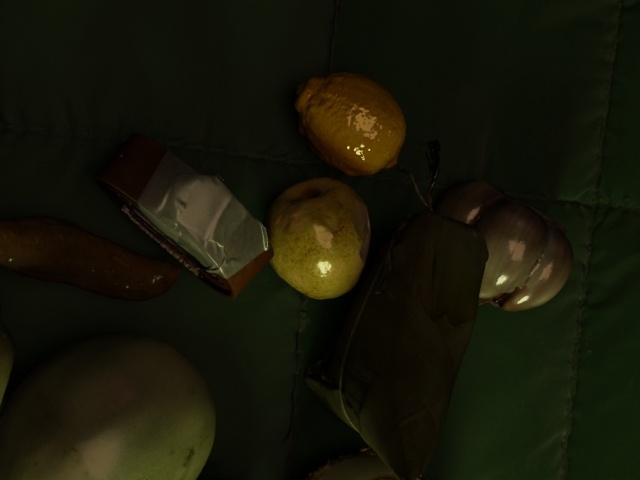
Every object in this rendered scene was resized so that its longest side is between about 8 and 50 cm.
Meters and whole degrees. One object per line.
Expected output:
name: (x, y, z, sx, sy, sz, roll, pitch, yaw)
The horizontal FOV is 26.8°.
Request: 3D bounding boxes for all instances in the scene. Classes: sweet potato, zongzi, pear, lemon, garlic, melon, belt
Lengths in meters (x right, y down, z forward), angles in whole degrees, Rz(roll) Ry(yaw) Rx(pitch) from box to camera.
sweet potato: (-0.351, 0.016, 1.832, 0.341, 0.114, 0.092, 18, 82, -45)
zongzi: (0.159, 0.101, 1.891, 0.181, 0.418, 0.447, 22, 96, -14)
pear: (0.000, 0.000, 1.967, 0.178, 0.178, 0.178, -1, 92, -22)
lemon: (0.044, -0.176, 1.989, 0.187, 0.142, 0.142, 35, 79, -9)
garlic: (0.282, 0.009, 2.084, 0.214, 0.160, 0.191, 37, 74, -22)
melon: (-0.298, 0.269, 1.794, 0.330, 0.268, 0.268, -43, 107, -31)
belt: (-0.187, -0.036, 1.874, 0.261, 0.184, 0.105, 42, 76, -4)

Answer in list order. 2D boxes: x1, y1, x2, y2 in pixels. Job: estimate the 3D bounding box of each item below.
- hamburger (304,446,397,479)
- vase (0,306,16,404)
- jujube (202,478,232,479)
hamburger: (0.068, 0.463, 2.005, 0.276, 0.179, 0.294, -25, 98, -22)
vase: (-0.541, 0.129, 1.710, 0.302, 0.241, 0.329, 19, 95, -11)
jujube: (-0.187, 0.482, 1.880, 0.318, 0.223, 0.223, -46, 107, -7)
